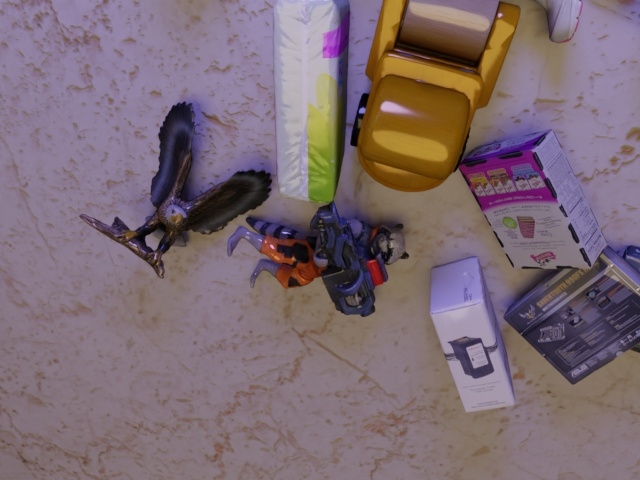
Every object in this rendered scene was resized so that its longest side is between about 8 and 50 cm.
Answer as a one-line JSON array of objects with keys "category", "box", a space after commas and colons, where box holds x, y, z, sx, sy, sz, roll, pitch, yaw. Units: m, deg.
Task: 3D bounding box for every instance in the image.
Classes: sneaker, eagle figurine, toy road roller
[{"category": "sneaker", "box": [0.314, -0.412, 0.804, 0.111, 0.103, 0.252, -15, 106, 23]}, {"category": "eagle figurine", "box": [-0.264, -0.081, 1.060, 0.298, 0.225, 0.226, -51, 143, -1]}, {"category": "toy road roller", "box": [0.163, -0.231, 0.837, 0.202, 0.241, 0.330, 16, 118, 3]}]

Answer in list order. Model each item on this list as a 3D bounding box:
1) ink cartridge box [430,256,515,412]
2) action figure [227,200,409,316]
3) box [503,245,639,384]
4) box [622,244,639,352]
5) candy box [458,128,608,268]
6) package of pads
[{"category": "ink cartridge box", "box": [0.291, 0.178, 1.051, 0.100, 0.172, 0.237, -15, 112, 19]}, {"category": "action figure", "box": [0.000, 0.000, 1.027, 0.330, 0.179, 0.341, -2, 142, 7]}, {"category": "box", "box": [0.489, 0.134, 1.008, 0.183, 0.056, 0.231, 45, 126, 11]}, {"category": "box", "box": [0.643, 0.131, 0.979, 0.232, 0.059, 0.183, 19, 121, 25]}, {"category": "candy box", "box": [0.361, -0.061, 0.932, 0.159, 0.071, 0.233, -4, 123, 58]}, {"category": "package of pads", "box": [-0.011, -0.237, 0.878, 0.101, 0.229, 0.297, 4, 116, 5]}]
